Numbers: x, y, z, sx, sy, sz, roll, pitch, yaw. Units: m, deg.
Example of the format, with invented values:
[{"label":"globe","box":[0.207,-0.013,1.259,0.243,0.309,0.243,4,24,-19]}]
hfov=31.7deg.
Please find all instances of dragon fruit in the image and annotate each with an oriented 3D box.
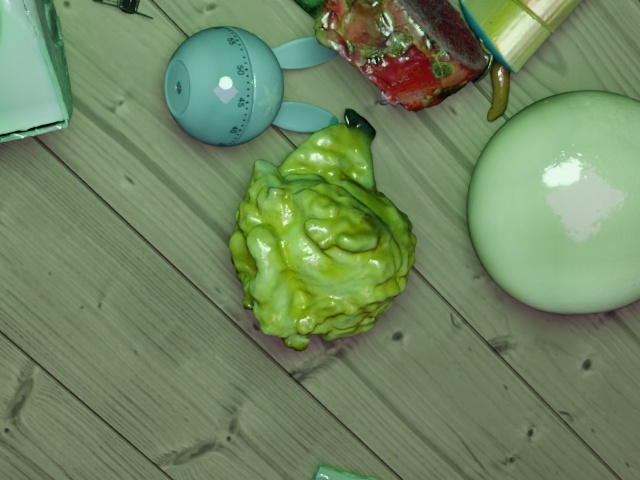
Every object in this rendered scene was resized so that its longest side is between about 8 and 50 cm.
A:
[{"label":"dragon fruit","box":[0.090,-0.266,1.464,0.282,0.211,0.147,29,124,-33]}]

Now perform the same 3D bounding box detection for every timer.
[{"label":"timer","box":[-0.099,-0.213,1.522,0.175,0.255,0.175,10,108,32]}]

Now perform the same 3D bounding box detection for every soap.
[{"label":"soap","box":[-0.425,-0.349,1.365,0.156,0.261,0.446,-13,108,-5]}]

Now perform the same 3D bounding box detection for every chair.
[{"label":"chair","box":[-0.260,-0.325,1.512,0.086,0.042,0.037,25,105,24]}]

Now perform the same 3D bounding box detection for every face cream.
[{"label":"face cream","box":[0.309,-0.373,1.521,0.139,0.067,0.285,44,101,21]}]

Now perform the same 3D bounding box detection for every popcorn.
[{"label":"popcorn","box":[-0.006,0.006,1.531,0.237,0.293,0.293,-34,109,25]}]

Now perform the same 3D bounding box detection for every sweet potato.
[{"label":"sweet potato","box":[0.264,-0.253,1.587,0.044,0.044,0.179,15,104,-10]}]

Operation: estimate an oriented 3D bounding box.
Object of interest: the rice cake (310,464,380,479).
[{"label":"rice cake","box":[0.005,0.468,1.781,0.127,0.043,0.237,20,105,-13]}]

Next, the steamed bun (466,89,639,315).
[{"label":"steamed bun","box":[0.363,-0.048,1.559,0.324,0.206,0.324,0,106,2]}]

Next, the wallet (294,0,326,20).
[{"label":"wallet","box":[-0.034,-0.423,1.488,0.236,0.055,0.160,42,112,-13]}]
